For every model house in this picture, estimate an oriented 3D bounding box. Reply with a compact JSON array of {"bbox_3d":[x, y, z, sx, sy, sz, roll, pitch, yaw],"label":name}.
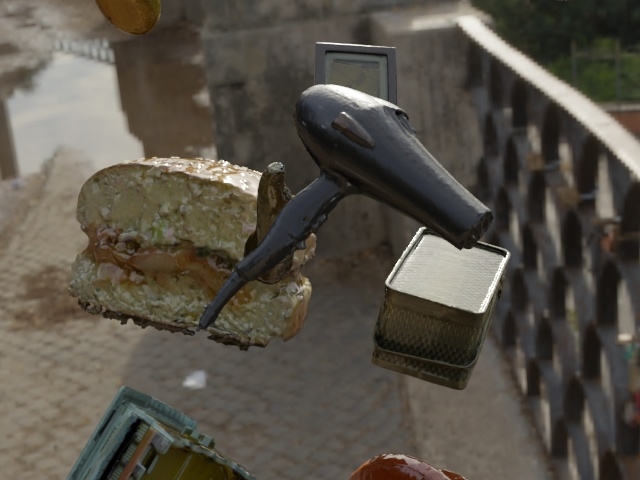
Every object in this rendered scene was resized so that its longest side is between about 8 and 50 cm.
[{"bbox_3d":[-0.250,0.357,1.798,0.198,0.224,0.215,34,-7,-38],"label":"model house"}]

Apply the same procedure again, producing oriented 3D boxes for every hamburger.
[{"bbox_3d":[-0.172,0.004,2.014,0.445,0.268,0.287,8,9,30],"label":"hamburger"}]

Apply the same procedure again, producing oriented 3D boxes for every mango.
[{"bbox_3d":[-0.249,-0.311,1.589,0.079,0.114,0.057,-13,43,24],"label":"mango"}]

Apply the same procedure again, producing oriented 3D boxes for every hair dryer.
[{"bbox_3d":[0.000,0.000,1.465,0.359,0.120,0.304,-46,58,0],"label":"hair dryer"}]

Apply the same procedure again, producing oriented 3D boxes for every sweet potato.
[{"bbox_3d":[-0.065,-0.008,1.646,0.062,0.233,0.081,-17,62,-18],"label":"sweet potato"}]

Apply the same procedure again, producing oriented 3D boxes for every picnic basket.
[{"bbox_3d":[0.193,0.101,1.967,0.165,0.139,0.267,16,28,12],"label":"picnic basket"}]

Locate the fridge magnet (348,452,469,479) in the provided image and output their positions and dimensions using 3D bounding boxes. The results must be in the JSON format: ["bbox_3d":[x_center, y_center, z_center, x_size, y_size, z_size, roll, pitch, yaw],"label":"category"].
[{"bbox_3d":[0.159,0.465,1.743,0.155,0.364,0.363,-19,22,-33],"label":"fridge magnet"}]

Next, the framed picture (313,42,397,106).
[{"bbox_3d":[0.054,-0.226,1.913,0.128,0.023,0.168,3,61,-3],"label":"framed picture"}]
